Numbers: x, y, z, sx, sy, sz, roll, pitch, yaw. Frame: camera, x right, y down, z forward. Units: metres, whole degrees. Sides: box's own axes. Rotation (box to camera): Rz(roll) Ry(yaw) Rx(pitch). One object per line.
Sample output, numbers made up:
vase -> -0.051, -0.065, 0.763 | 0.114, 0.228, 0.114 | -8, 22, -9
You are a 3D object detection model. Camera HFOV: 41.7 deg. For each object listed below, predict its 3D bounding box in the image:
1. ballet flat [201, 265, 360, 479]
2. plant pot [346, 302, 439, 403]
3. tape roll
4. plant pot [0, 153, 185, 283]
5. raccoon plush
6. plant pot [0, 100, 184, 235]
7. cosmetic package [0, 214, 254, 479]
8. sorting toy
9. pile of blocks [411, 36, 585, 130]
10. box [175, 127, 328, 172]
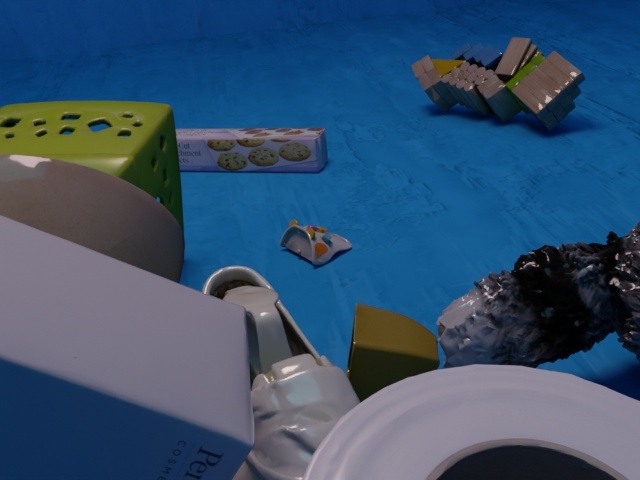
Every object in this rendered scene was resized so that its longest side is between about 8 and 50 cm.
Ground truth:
ballet flat -> -0.035, 0.133, 0.719 | 0.139, 0.139, 0.400 | -14, 25, -17
plant pot -> 0.068, 0.118, 0.799 | 0.083, 0.081, 0.081 | 8, 25, 1
tape roll -> 0.122, 0.203, 0.484 | 0.286, 0.100, 0.286 | 2, 35, -2
plant pot -> -0.273, 0.079, 0.782 | 0.284, 0.284, 0.191 | -4, 60, 3
raccoon plush -> 0.357, 0.112, 0.694 | 0.446, 0.216, 0.299 | -28, 36, 4
plant pot -> -0.297, -0.032, 1.020 | 0.227, 0.228, 0.207 | -1, 25, 1
cosmetic package -> -0.257, 0.096, 0.534 | 0.385, 0.217, 0.156 | 22, 24, -16
sorting toy -> 0.000, 0.000, 1.133 | 0.075, 0.045, 0.083 | 1, 16, -36
pile of blocks -> 0.345, -0.297, 1.601 | 0.362, 0.112, 0.149 | 22, 78, 43
box -> -0.149, -0.160, 1.484 | 0.324, 0.067, 0.063 | 3, 25, 16
